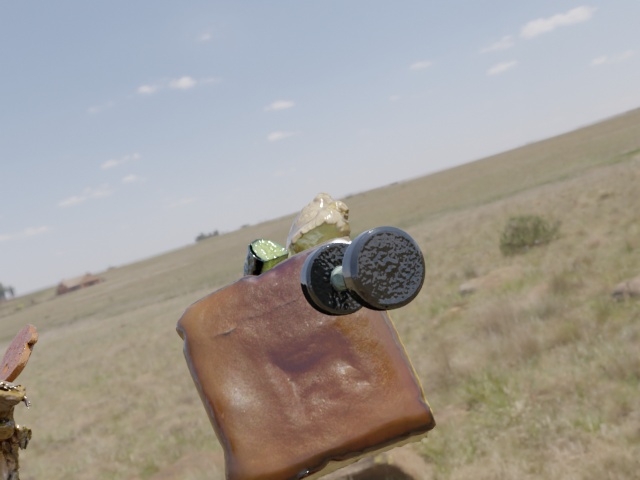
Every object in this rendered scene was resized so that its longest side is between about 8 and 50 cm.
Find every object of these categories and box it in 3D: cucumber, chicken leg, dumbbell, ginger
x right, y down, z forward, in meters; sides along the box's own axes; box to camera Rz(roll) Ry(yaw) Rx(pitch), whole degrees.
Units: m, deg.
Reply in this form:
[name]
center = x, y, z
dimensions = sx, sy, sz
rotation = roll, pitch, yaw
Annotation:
[cucumber]
center = -0.120, 0.101, 1.455
dimensions = 0.078, 0.211, 0.062
rotation = -15, 42, -44
[chicken leg]
center = -0.366, 0.228, 0.888
dimensions = 0.085, 0.101, 0.207
rotation = 2, -41, -37
[dumbbell]
center = 0.049, 0.043, 1.017
dimensions = 0.100, 0.100, 0.191
rotation = -17, -1, -22
[ginger]
center = 0.000, 0.000, 1.593
dimensions = 0.130, 0.221, 0.276
rotation = 13, 41, -4

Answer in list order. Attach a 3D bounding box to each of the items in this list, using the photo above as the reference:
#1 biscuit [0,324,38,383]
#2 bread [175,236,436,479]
[biscuit]
center = -0.374, 0.142, 1.003
dimensions = 0.078, 0.015, 0.091
rotation = -41, 30, 23
[bread]
center = -0.029, 0.205, 1.253
dimensions = 0.323, 0.333, 0.143
rotation = -25, -22, 1
